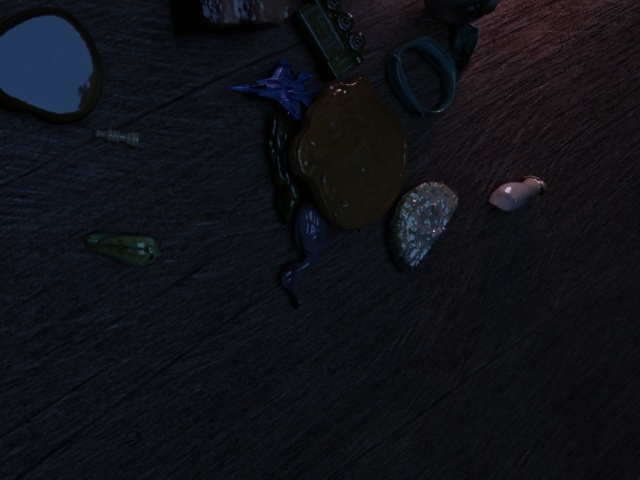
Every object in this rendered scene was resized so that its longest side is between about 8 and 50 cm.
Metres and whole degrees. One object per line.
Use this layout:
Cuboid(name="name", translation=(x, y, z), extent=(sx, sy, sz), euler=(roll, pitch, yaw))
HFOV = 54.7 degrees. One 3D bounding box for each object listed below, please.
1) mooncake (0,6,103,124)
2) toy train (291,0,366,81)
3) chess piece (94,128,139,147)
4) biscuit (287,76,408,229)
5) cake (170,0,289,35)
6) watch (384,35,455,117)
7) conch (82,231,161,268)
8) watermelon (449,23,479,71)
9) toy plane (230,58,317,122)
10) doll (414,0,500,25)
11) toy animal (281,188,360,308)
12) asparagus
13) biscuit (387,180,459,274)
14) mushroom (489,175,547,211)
Cuboid(name="mooncake", translation=(-0.566, -0.359, 1.265), extent=(0.234, 0.117, 0.235), euler=(-1, 92, -30))
Cuboid(name="toy train", translation=(0.019, -0.531, 1.589), extent=(0.137, 0.090, 0.226), euler=(-41, 111, -16))
Cuboid(name="chess piece", translation=(-0.456, -0.233, 1.383), extent=(0.092, 0.035, 0.035), euler=(7, 90, -25))
Cuboid(name="biscuit", translation=(0.096, -0.226, 1.605), extent=(0.365, 0.062, 0.385), euler=(52, 56, -29))
Cuboid(name="cake", translation=(-0.186, -0.573, 1.422), extent=(0.292, 0.196, 0.199), euler=(-10, 100, -32))
Cuboid(name="watch", translation=(0.285, -0.467, 1.753), extent=(0.237, 0.068, 0.195), euler=(36, 79, -29))
Cuboid(name="conch", translation=(-0.436, 0.018, 1.370), extent=(0.170, 0.105, 0.080), euler=(9, 82, -24))
Cuboid(name="watermelon", translation=(0.429, -0.578, 1.818), extent=(0.080, 0.101, 0.155), euler=(9, 99, -40))
Cuboid(name="toy plane", translation=(-0.117, -0.365, 1.518), extent=(0.246, 0.078, 0.170), euler=(-12, 83, -32))
Cuboid(name="doll", translation=(0.397, -0.732, 1.626), extent=(0.214, 0.226, 0.371), euler=(-29, 146, -26))
Cuboid(name="toy animal", translation=(-0.021, -0.003, 1.600), extent=(0.195, 0.090, 0.324), euler=(46, 72, -30))
Cuboid(name="asparagus", translation=(-0.089, -0.185, 1.561), extent=(0.080, 0.080, 0.288), euler=(-17, 101, -27))
Cuboid(name="biscuit", translation=(0.278, -0.053, 1.763), extent=(0.179, 0.084, 0.281), euler=(37, 77, -26))
Cuboid(name="mushroom", translation=(0.617, -0.145, 1.934), extent=(0.212, 0.097, 0.088), euler=(-20, 92, -26))
